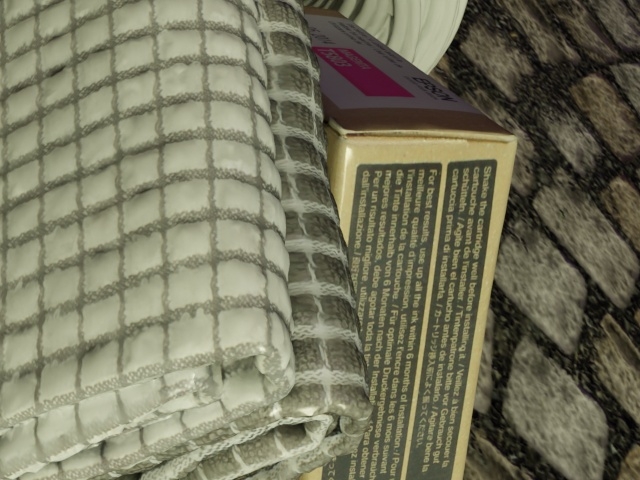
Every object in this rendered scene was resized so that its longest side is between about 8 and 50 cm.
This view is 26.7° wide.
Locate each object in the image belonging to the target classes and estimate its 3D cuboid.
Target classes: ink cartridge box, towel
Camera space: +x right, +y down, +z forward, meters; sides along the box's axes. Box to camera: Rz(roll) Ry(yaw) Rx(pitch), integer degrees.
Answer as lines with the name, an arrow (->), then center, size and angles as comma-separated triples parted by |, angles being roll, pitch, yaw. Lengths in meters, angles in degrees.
ink cartridge box -> 0.000, 0.000, 0.684 | 0.088, 0.193, 0.235 | -1, 23, -20
towel -> -0.126, 0.012, 0.551 | 0.121, 0.283, 0.235 | 40, 34, -51

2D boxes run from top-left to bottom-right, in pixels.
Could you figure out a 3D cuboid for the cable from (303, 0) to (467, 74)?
cable -> -0.034, -0.168, 0.828 | 0.257, 0.257, 0.089 | 29, 35, -28
